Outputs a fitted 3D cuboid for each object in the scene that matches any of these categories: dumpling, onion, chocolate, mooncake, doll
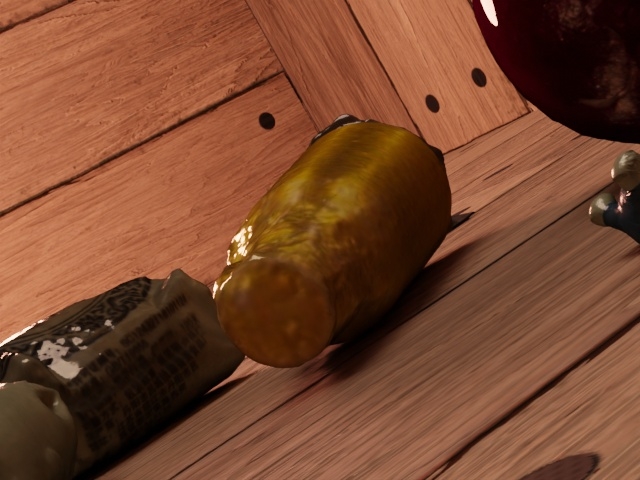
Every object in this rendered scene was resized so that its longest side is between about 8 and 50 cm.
[{"bbox_3d":[-0.235,0.186,1.035,0.104,0.149,0.217,9,10,-1],"label":"dumpling"},{"bbox_3d":[0.260,-0.200,1.135,0.260,0.281,0.336,-62,-18,11],"label":"onion"},{"bbox_3d":[0.000,0.000,1.175,0.162,0.162,0.445,-29,4,16],"label":"chocolate"},{"bbox_3d":[-0.223,0.133,1.301,0.250,0.136,0.254,-32,0,43],"label":"mooncake"},{"bbox_3d":[0.196,-0.030,0.824,0.083,0.050,0.076,-32,-15,-22],"label":"doll"}]

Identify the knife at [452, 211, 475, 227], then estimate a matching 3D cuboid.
[{"bbox_3d":[0.077,0.017,1.551,0.230,0.028,0.060,-28,14,-28],"label":"knife"}]
